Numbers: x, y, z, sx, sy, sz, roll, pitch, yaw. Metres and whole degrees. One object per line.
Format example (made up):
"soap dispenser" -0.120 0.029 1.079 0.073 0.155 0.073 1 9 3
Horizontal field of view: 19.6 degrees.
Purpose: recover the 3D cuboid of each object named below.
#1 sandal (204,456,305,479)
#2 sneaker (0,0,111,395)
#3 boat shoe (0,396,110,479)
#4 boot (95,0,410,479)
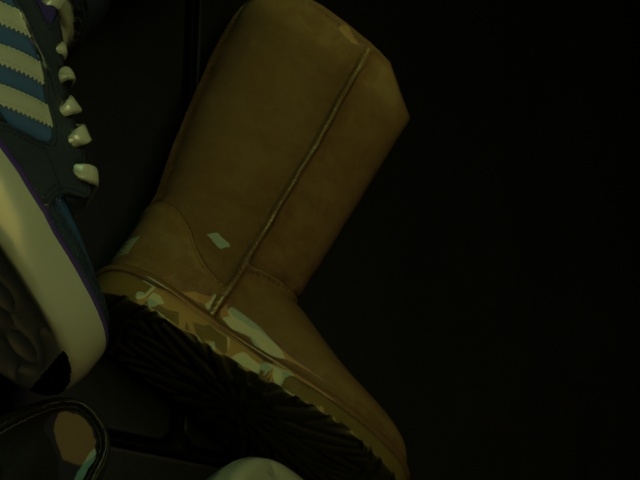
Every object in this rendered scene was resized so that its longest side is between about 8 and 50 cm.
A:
"sandal" -0.052 0.304 0.954 0.169 0.102 0.416 43 37 -27
"sneaker" -0.156 -0.100 1.039 0.236 0.130 0.323 -33 84 -36
"boat shoe" -0.183 0.153 0.939 0.084 0.079 0.233 53 48 -1
"boot" 0.000 0.000 1.134 0.236 0.089 0.269 40 51 -14
